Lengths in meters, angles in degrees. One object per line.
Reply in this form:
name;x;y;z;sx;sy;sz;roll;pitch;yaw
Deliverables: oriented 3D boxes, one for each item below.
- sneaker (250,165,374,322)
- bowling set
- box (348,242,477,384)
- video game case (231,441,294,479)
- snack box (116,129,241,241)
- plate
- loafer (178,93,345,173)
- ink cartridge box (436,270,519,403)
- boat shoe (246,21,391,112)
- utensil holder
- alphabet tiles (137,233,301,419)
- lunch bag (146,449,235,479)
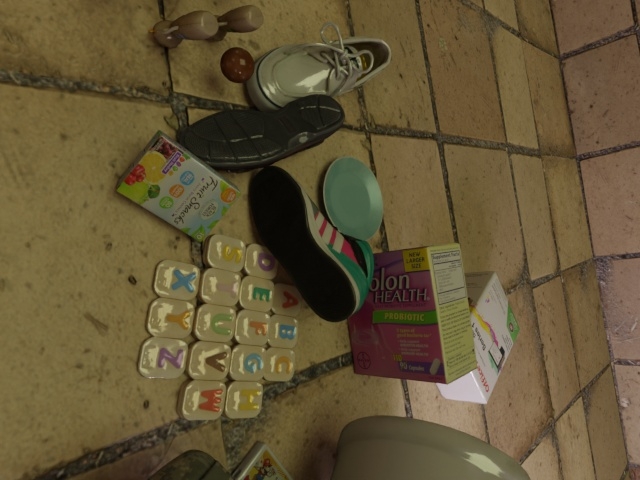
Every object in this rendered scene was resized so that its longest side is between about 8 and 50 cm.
sneaker;0.000;0.000;0.793;0.295;0.124;0.178;60;19;12
bowling set;-0.193;-0.345;0.679;0.287;0.154;0.199;-29;121;-44
box;0.167;0.139;0.860;0.118;0.214;0.242;-3;85;-44
video game case;-0.098;0.475;0.680;0.206;0.026;0.226;-45;112;-39
snack box;-0.203;-0.076;0.634;0.100;0.037;0.141;-48;124;7
plate;0.068;-0.087;0.938;0.188;0.024;0.187;10;75;-42
loafer;-0.093;-0.168;0.750;0.303;0.095;0.109;-24;75;-28
ink cartridge box;0.384;0.240;1.115;0.278;0.117;0.201;-43;112;-39
boat shoe;0.029;-0.340;0.852;0.367;0.157;0.135;-30;103;-43
utensil holder;0.131;0.516;0.633;0.327;0.328;0.385;53;40;-24
alphabet tiles;-0.141;0.137;0.702;0.278;0.021;0.283;19;69;-40
lunch bag;-0.153;0.406;0.415;0.305;0.213;0.256;50;15;5
